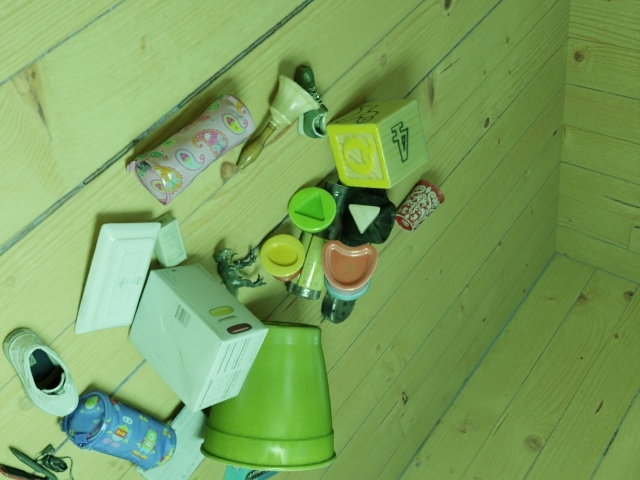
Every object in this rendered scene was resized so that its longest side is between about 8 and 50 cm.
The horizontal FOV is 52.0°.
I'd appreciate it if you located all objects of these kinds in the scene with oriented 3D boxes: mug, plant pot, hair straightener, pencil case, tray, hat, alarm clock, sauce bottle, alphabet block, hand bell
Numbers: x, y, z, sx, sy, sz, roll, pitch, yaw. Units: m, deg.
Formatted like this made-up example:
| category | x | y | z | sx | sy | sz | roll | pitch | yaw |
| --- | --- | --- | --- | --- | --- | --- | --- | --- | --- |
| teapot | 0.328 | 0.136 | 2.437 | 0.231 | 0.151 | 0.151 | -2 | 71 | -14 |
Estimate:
| category | x | y | z | sx | sy | sz | roll | pitch | yaw |
| --- | --- | --- | --- | --- | --- | --- | --- | --- | --- |
| mug | 0.347 | -0.106 | 2.323 | 0.169 | 0.113 | 0.150 | -48 | 141 | -19 |
| plant pot | -0.126 | 0.399 | 1.789 | 0.366 | 0.367 | 0.352 | 12 | 81 | -56 |
| hair straightener | -0.607 | 0.502 | 1.456 | 0.089 | 0.047 | 0.230 | -53 | 145 | -17 |
| pencil case | -0.467 | 0.457 | 1.551 | 0.306 | 0.119 | 0.133 | 52 | 44 | -53 |
| pencil case | -0.272 | -0.200 | 1.409 | 0.284 | 0.124 | 0.124 | -44 | 141 | -27 |
| tray | -0.430 | 0.086 | 1.412 | 0.145 | 0.030 | 0.270 | -5 | 123 | -51 |
| hat | 0.154 | -0.064 | 2.062 | 0.331 | 0.134 | 0.331 | -32 | 135 | -39 |
| alarm clock | 0.075 | 0.208 | 2.194 | 0.192 | 0.064 | 0.129 | -17 | 124 | -52 |
| sauce bottle | 0.000 | 0.000 | 1.908 | 0.111 | 0.111 | 0.344 | 10 | 102 | -56 |
| alphabet block | 0.164 | -0.276 | 1.857 | 0.197 | 0.192 | 0.193 | -36 | 119 | -36 |
| hand bell | -0.126 | -0.272 | 1.601 | 0.242 | 0.126 | 0.126 | -51 | 146 | 2 |

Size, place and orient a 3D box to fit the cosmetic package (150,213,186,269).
| category | x | y | z | sx | sy | sz | roll | pitch | yaw |
| --- | --- | --- | --- | --- | --- | --- | --- | --- | --- |
| cosmetic package | -0.350 | 0.003 | 1.496 | 0.060 | 0.041 | 0.115 | -36 | 137 | -36 |

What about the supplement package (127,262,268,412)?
| category | x | y | z | sx | sy | sz | roll | pitch | yaw |
| --- | --- | --- | --- | --- | --- | --- | --- | --- | --- |
| supplement package | -0.283 | 0.212 | 1.490 | 0.145 | 0.262 | 0.204 | -8 | 130 | -53 |

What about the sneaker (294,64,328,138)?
| category | x | y | z | sx | sy | sz | roll | pitch | yaw |
| --- | --- | --- | --- | --- | --- | --- | --- | --- | --- |
| sneaker | -0.014 | -0.351 | 1.690 | 0.064 | 0.086 | 0.192 | -34 | 135 | -38 |

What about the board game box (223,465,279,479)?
| category | x | y | z | sx | sy | sz | roll | pitch | yaw |
| --- | --- | --- | --- | --- | --- | --- | --- | --- | --- |
| board game box | -0.160 | 0.607 | 2.105 | 0.254 | 0.079 | 0.335 | -6 | 115 | -52 |

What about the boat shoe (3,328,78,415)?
| category | x | y | z | sx | sy | sz | roll | pitch | yaw |
| --- | --- | --- | --- | --- | --- | --- | --- | --- | --- |
| boat shoe | -0.561 | 0.291 | 1.350 | 0.095 | 0.084 | 0.258 | -46 | 142 | -27 |

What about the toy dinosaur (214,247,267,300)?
| category | x | y | z | sx | sy | sz | roll | pitch | yaw |
| --- | --- | --- | --- | --- | --- | --- | --- | --- | --- |
| toy dinosaur | -0.211 | 0.097 | 1.731 | 0.118 | 0.064 | 0.268 | -28 | 135 | -23 |

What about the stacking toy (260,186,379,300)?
| category | x | y | z | sx | sy | sz | roll | pitch | yaw |
| --- | --- | --- | --- | --- | --- | --- | --- | --- | --- |
| stacking toy | 0.014 | 0.017 | 1.822 | 0.130 | 0.309 | 0.279 | 84 | 23 | -67 |

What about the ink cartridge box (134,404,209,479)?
| category | x | y | z | sx | sy | sz | roll | pitch | yaw |
| --- | --- | --- | --- | --- | --- | --- | --- | --- | --- |
| ink cartridge box | -0.391 | 0.561 | 1.790 | 0.223 | 0.045 | 0.224 | -51 | 143 | -22 |
